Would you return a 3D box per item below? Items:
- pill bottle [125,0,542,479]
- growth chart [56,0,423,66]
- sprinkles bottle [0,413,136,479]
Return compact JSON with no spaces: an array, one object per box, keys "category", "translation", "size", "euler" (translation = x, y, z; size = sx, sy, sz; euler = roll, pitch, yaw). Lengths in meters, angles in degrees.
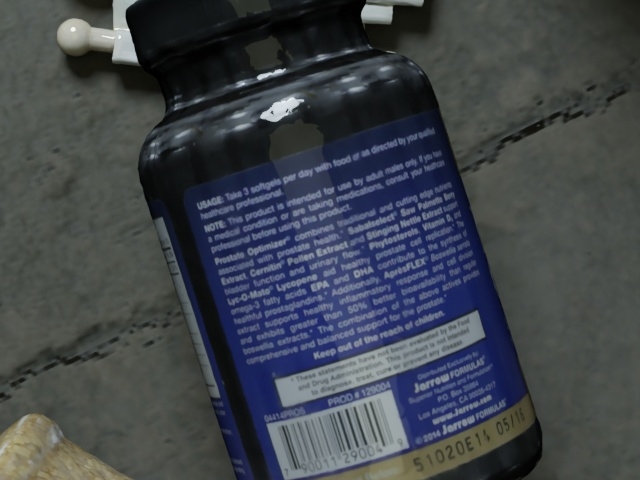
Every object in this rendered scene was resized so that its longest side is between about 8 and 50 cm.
[{"category":"pill bottle","translation":[0.000,0.000,0.701],"size":[0.122,0.123,0.219],"euler":[-17,93,-4]},{"category":"growth chart","translation":[-0.017,-0.178,0.762],"size":[0.172,0.021,0.237],"euler":[14,88,-2]},{"category":"sprinkles bottle","translation":[0.005,0.205,0.702],"size":[0.355,0.121,0.121],"euler":[31,87,-1]}]
